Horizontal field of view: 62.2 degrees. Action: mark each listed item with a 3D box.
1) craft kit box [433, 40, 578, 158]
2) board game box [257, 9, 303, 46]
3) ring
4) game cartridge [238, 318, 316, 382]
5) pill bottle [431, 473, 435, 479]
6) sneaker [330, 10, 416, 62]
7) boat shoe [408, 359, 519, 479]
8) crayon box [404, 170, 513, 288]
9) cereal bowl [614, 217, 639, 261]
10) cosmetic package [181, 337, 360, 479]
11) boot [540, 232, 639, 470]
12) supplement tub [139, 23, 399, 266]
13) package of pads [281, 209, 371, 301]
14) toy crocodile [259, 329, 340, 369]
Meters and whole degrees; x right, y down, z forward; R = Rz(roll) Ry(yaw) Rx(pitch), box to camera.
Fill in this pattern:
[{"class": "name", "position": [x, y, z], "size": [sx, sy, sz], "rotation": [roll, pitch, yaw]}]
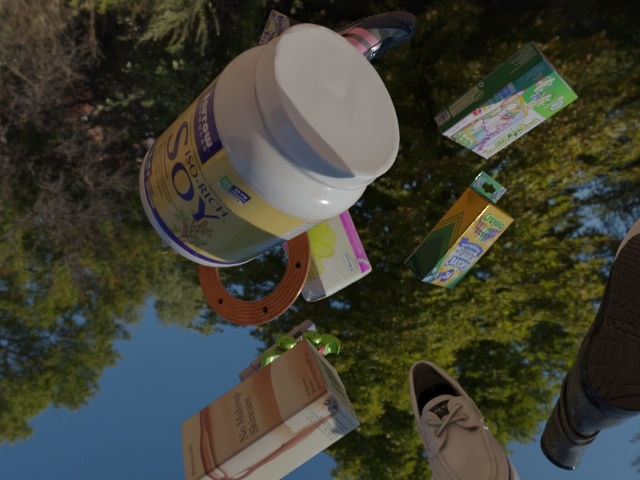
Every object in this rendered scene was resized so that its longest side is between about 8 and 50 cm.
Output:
[{"class": "craft kit box", "position": [0.418, -0.300, 1.193], "size": [0.250, 0.061, 0.246], "rotation": [-36, 155, 32]}, {"class": "board game box", "position": [-0.132, -0.505, 1.642], "size": [0.208, 0.347, 0.056], "rotation": [32, -160, 19]}, {"class": "ring", "position": [-0.171, 0.048, 1.356], "size": [0.336, 0.337, 0.032], "rotation": [2, 171, 28]}, {"class": "game cartridge", "position": [-0.142, 0.486, 2.038], "size": [0.068, 0.230, 0.355], "rotation": [28, -130, 36]}, {"class": "pill bottle", "position": [0.440, 0.729, 1.533], "size": [0.124, 0.221, 0.124], "rotation": [-49, -179, 2]}, {"class": "sneaker", "position": [0.069, -0.391, 1.150], "size": [0.319, 0.131, 0.112], "rotation": [-18, 172, -1]}, {"class": "boat shoe", "position": [0.172, 0.244, 0.696], "size": [0.096, 0.088, 0.267], "rotation": [-28, -165, 8]}, {"class": "crayon box", "position": [0.402, -0.018, 1.469], "size": [0.203, 0.323, 0.083], "rotation": [16, -154, -51]}, {"class": "cereal bowl", "position": [0.726, 0.000, 0.963], "size": [0.339, 0.141, 0.339], "rotation": [-48, -178, 2]}, {"class": "cosmetic package", "position": [-0.097, 0.338, 0.978], "size": [0.296, 0.129, 0.153], "rotation": [-36, -145, 2]}, {"class": "boot", "position": [0.302, 0.108, 0.552], "size": [0.083, 0.161, 0.246], "rotation": [32, -122, 22]}, {"class": "supplement tub", "position": [-0.080, -0.116, 0.744], "size": [0.241, 0.241, 0.331], "rotation": [-23, 178, -45]}, {"class": "package of pads", "position": [0.000, 0.000, 1.488], "size": [0.101, 0.297, 0.229], "rotation": [-23, 180, 45]}, {"class": "toy crocodile", "position": [-0.066, 0.373, 1.746], "size": [0.105, 0.115, 0.340], "rotation": [23, -166, 35]}]
